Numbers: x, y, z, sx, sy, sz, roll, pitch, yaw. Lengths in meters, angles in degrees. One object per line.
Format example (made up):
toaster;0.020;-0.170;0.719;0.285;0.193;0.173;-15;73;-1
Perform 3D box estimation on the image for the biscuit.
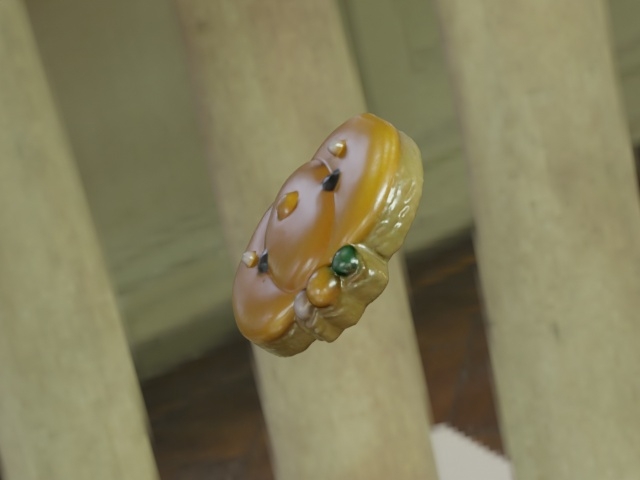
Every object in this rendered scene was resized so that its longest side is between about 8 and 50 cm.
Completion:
biscuit;-0.003;-0.002;1.247;0.170;0.050;0.170;-46;25;29
